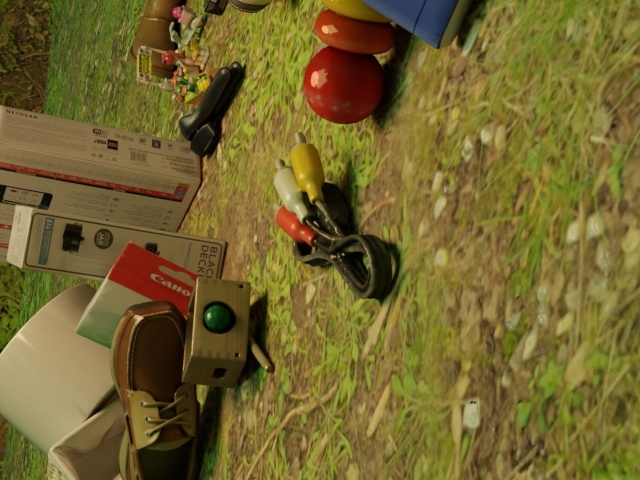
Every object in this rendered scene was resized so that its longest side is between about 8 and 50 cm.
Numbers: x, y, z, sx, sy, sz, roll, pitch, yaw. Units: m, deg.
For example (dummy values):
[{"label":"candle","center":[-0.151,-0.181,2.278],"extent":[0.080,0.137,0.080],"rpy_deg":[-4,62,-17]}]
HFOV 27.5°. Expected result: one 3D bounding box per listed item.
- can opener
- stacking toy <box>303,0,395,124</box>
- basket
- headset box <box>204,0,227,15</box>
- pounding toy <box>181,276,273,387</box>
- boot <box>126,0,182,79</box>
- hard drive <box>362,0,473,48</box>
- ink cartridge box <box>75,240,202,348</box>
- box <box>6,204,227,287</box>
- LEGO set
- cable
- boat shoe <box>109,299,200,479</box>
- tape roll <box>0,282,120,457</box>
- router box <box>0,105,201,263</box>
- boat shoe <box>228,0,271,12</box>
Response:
[{"label":"can opener","center":[-0.166,-0.212,2.039],"extent":[0.059,0.073,0.186],"rpy_deg":[-43,-10,-49]},{"label":"stacking toy","center":[0.049,-0.282,1.387],"extent":[0.141,0.141,0.330],"rpy_deg":[-127,47,-64]},{"label":"basket","center":[-0.316,0.326,1.954],"extent":[0.113,0.167,0.103],"rpy_deg":[47,143,12]},{"label":"headset box","center":[-0.171,-0.426,2.177],"extent":[0.062,0.032,0.083],"rpy_deg":[122,152,-43]},{"label":"pounding toy","center":[-0.119,0.125,1.688],"extent":[0.141,0.100,0.130],"rpy_deg":[117,157,-63]},{"label":"boot","center":[-0.282,-0.457,2.415],"extent":[0.236,0.089,0.270],"rpy_deg":[-116,43,-58]},{"label":"hard drive","center":[0.036,-0.358,1.277],"extent":[0.318,0.040,0.210],"rpy_deg":[36,123,20]},{"label":"ink cartridge box","center":[-0.227,0.106,1.828],"extent":[0.225,0.181,0.056],"rpy_deg":[-46,20,56]},{"label":"box","center":[-0.301,0.016,1.925],"extent":[0.169,0.289,0.087],"rpy_deg":[-172,91,-68]},{"label":"LEGO set","center":[-0.240,-0.286,2.179],"extent":[0.287,0.107,0.132],"rpy_deg":[-112,38,-57]},{"label":"cable","center":[0.000,0.000,1.439],"extent":[0.287,0.072,0.140],"rpy_deg":[-114,35,-57]},{"label":"boat shoe","center":[-0.213,0.239,1.795],"extent":[0.120,0.122,0.324],"rpy_deg":[-131,35,-54]},{"label":"tape roll","center":[-0.386,0.211,2.060],"extent":[0.246,0.169,0.246],"rpy_deg":[-48,-9,-10]},{"label":"router box","center":[-0.401,-0.065,2.166],"extent":[0.301,0.335,0.082],"rpy_deg":[123,150,-46]},{"label":"boat shoe","center":[-0.101,-0.404,1.891],"extent":[0.285,0.102,0.092],"rpy_deg":[-95,20,-46]}]
